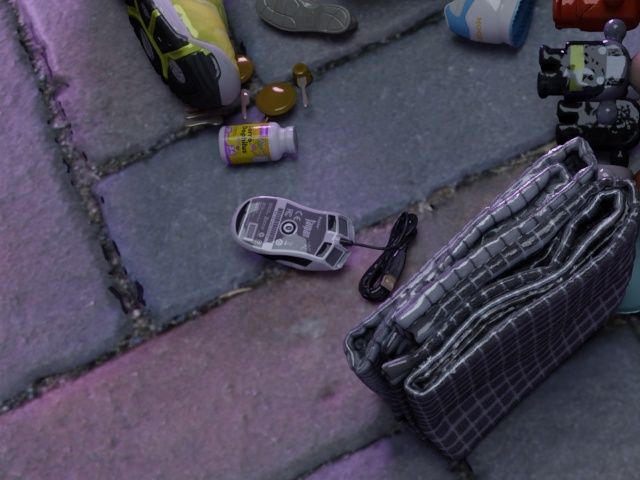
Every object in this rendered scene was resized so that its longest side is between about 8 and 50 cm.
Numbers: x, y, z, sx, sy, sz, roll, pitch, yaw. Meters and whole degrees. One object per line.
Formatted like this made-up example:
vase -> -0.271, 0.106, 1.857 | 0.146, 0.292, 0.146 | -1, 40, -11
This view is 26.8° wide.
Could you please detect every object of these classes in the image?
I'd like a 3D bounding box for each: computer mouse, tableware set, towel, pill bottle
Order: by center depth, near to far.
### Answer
towel -> 0.167, 0.065, 1.223 | 0.284, 0.235, 0.121 | -41, 71, -5
computer mouse -> 0.000, 0.000, 1.419 | 0.193, 0.042, 0.106 | 14, 68, 12
pill bottle -> -0.069, -0.109, 1.493 | 0.083, 0.043, 0.043 | -4, 59, 8
tableware set -> -0.086, -0.173, 1.549 | 0.154, 0.024, 0.104 | -10, 55, 6

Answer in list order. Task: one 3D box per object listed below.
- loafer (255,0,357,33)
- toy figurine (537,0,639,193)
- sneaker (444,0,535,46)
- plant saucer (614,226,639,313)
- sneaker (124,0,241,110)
loafer -> -0.016, -0.265, 1.584 | 0.125, 0.039, 0.045 | 16, 97, 22
toy figurine -> 0.300, -0.141, 1.330 | 0.148, 0.213, 0.209 | 3, 34, 15
sneaker -> 0.211, -0.327, 1.544 | 0.092, 0.087, 0.228 | 10, 60, 20
plant saucer -> 0.304, 0.025, 1.355 | 0.119, 0.021, 0.119 | -5, 60, 8
sneaker -> -0.163, -0.311, 1.567 | 0.147, 0.145, 0.384 | -20, 56, -13
